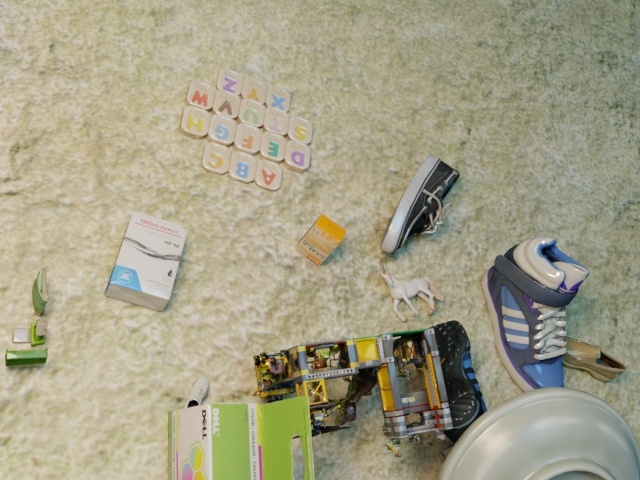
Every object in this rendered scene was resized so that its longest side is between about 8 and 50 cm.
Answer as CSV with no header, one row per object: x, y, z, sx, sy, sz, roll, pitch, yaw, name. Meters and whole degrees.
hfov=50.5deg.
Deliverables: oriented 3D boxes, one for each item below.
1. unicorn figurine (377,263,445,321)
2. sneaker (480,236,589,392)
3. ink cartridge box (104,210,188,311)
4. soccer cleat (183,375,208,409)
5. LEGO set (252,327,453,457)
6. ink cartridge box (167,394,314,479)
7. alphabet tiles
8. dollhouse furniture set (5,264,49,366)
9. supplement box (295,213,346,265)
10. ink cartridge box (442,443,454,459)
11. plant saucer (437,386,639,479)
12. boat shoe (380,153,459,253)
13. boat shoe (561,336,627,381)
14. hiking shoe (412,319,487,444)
0.179,0.106,1.398,0.162,0.060,0.111,-2,63,-45,unicorn figurine
0.469,0.152,1.398,0.130,0.236,0.322,-5,66,-29,sneaker
-0.301,0.022,1.195,0.104,0.060,0.180,18,57,-16,ink cartridge box
-0.206,0.262,1.126,0.029,0.035,0.083,31,54,-8,soccer cleat
0.056,0.267,1.123,0.331,0.255,0.192,-1,74,-31,LEGO set
-0.121,0.326,0.976,0.097,0.255,0.188,10,67,-36,ink cartridge box
-0.151,-0.242,1.441,0.284,0.021,0.278,17,58,-18,alphabet tiles
-0.457,0.118,1.056,0.059,0.076,0.151,2,64,-26,dollhouse furniture set
0.000,0.000,1.334,0.062,0.098,0.036,35,50,-4,supplement box
0.349,0.418,1.289,0.191,0.082,0.139,-18,72,-31,ink cartridge box
0.391,0.451,1.143,0.401,0.100,0.400,-2,101,-13,plant saucer
0.225,-0.069,1.477,0.105,0.113,0.306,28,44,8,boat shoe
0.594,0.252,1.508,0.190,0.072,0.068,23,56,-14,boat shoe
0.246,0.274,1.282,0.304,0.113,0.132,-79,148,-60,hiking shoe
